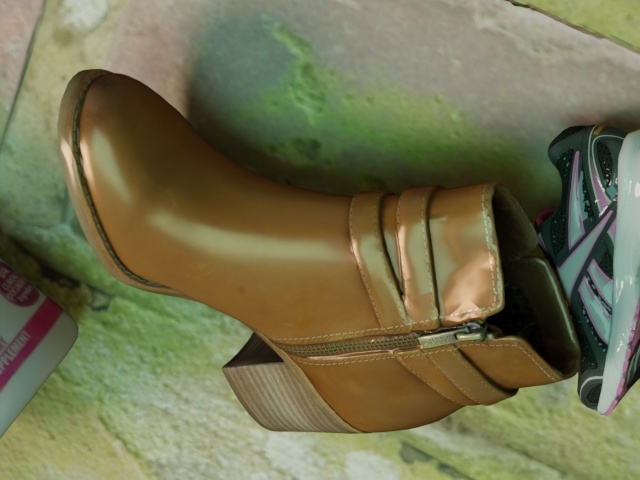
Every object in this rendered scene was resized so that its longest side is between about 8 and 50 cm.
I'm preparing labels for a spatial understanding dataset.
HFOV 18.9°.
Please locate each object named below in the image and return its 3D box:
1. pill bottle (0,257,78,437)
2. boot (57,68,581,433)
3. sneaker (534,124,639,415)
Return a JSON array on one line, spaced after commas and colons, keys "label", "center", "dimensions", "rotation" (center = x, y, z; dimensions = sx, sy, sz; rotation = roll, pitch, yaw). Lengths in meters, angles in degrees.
[{"label": "pill bottle", "center": [-0.304, 0.026, 1.175], "dimensions": [0.283, 0.160, 0.160], "rotation": [40, 121, -6]}, {"label": "boot", "center": [0.000, 0.000, 1.075], "dimensions": [0.220, 0.109, 0.283], "rotation": [-12, 119, 38]}, {"label": "sneaker", "center": [0.159, 0.010, 1.093], "dimensions": [0.077, 0.072, 0.178], "rotation": [17, 118, 27]}]
